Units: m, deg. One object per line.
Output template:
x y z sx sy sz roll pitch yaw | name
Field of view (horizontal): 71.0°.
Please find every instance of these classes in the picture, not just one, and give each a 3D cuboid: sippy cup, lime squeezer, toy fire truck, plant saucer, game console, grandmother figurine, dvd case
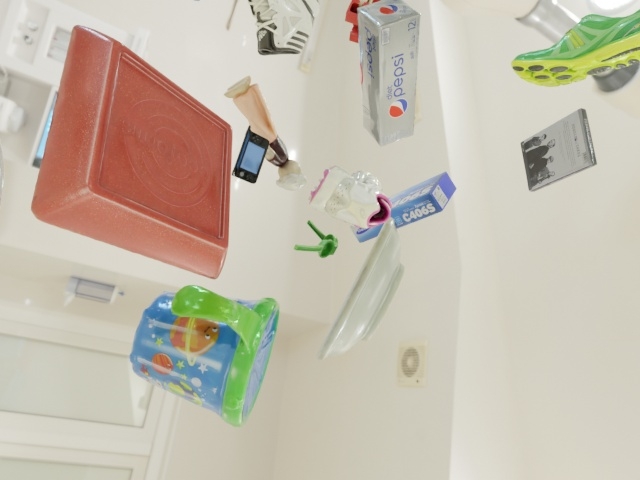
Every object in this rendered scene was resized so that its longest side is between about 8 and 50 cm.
-0.215 0.200 0.841 0.240 0.224 0.306 -60 164 -74 | sippy cup
0.000 0.000 1.247 0.059 0.110 0.310 -44 -173 14 | lime squeezer
0.109 -0.554 1.081 0.135 0.047 0.192 98 14 -67 | toy fire truck
-0.199 -0.106 0.571 0.047 0.258 0.259 -15 -116 29 | plant saucer
-0.169 -0.209 1.109 0.071 0.107 0.122 19 -91 48 | game console
-0.143 -0.284 1.275 0.104 0.342 0.208 -21 -151 19 | grandmother figurine
0.122 0.138 1.137 0.400 0.100 0.400 -61 174 -11 | plant saucer
0.737 -0.276 1.408 0.238 0.029 0.179 147 -58 -66 | dvd case

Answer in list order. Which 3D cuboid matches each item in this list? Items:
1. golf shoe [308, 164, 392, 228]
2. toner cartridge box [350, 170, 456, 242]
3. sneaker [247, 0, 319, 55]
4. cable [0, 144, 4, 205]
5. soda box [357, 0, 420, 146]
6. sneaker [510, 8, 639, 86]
0.089 -0.074 0.929 0.115 0.140 0.306 -61 163 18 | golf shoe
0.276 -0.109 1.535 0.348 0.075 0.165 -23 -165 43 | toner cartridge box
-0.176 -0.768 1.449 0.169 0.447 0.258 7 -101 39 | sneaker
-0.481 -0.137 0.564 0.257 0.089 0.257 -128 -145 -55 | cable
0.143 -0.348 0.957 0.286 0.091 0.098 80 -15 -52 | soda box
0.606 -0.448 1.050 0.295 0.109 0.124 -4 -108 34 | sneaker
